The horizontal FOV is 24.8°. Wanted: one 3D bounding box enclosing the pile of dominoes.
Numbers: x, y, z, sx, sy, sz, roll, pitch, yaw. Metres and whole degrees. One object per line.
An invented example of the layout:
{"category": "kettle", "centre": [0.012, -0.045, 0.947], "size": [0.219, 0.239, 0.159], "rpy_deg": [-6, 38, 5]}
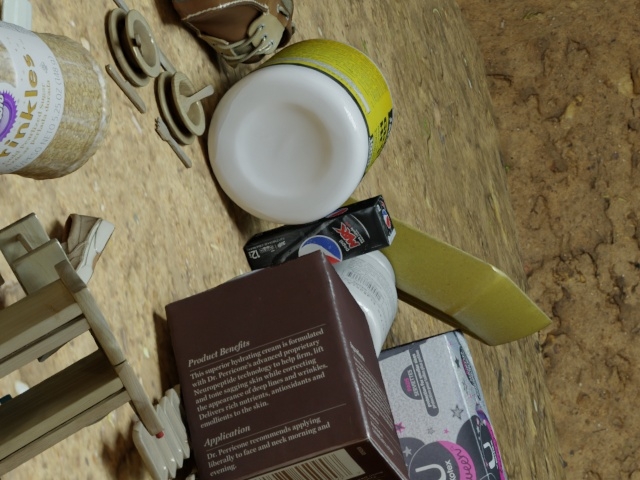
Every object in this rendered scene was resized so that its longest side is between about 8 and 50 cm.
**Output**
{"category": "pile of dominoes", "centre": [-0.124, 0.237, 1.330], "size": [0.251, 0.040, 0.196], "rpy_deg": [-51, 121, -81]}

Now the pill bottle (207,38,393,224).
{"category": "pill bottle", "centre": [-0.011, -0.149, 1.808], "size": [0.334, 0.188, 0.188], "rpy_deg": [-56, 127, -70]}

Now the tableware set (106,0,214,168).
{"category": "tableware set", "centre": [-0.168, -0.180, 1.578], "size": [0.194, 0.039, 0.128], "rpy_deg": [53, 25, -50]}

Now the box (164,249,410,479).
{"category": "box", "centre": [-0.030, 0.151, 1.412], "size": [0.167, 0.168, 0.203], "rpy_deg": [55, 18, -59]}

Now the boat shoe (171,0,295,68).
{"category": "boat shoe", "centre": [-0.092, -0.280, 1.806], "size": [0.324, 0.123, 0.119], "rpy_deg": [-33, 108, -73]}

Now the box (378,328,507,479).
{"category": "box", "centre": [0.141, 0.257, 1.934], "size": [0.142, 0.163, 0.247], "rpy_deg": [-2, 74, -75]}

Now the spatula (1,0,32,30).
{"category": "spatula", "centre": [-0.285, -0.259, 1.228], "size": [0.168, 0.019, 0.242], "rpy_deg": [21, 66, -66]}

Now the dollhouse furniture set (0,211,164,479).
{"category": "dollhouse furniture set", "centre": [-0.215, 0.087, 1.046], "size": [0.129, 0.129, 0.184], "rpy_deg": [66, -13, -25]}

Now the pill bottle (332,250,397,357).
{"category": "pill bottle", "centre": [0.026, 0.083, 1.791], "size": [0.229, 0.131, 0.131], "rpy_deg": [-56, 127, -70]}

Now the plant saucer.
{"category": "plant saucer", "centre": [0.130, 0.043, 2.017], "size": [0.081, 0.333, 0.333], "rpy_deg": [-61, 155, -3]}

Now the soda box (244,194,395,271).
{"category": "soda box", "centre": [0.000, 0.000, 1.719], "size": [0.060, 0.169, 0.053], "rpy_deg": [-57, 127, -70]}

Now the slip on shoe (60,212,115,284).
{"category": "slip on shoe", "centre": [-0.211, 0.021, 1.221], "size": [0.041, 0.051, 0.135], "rpy_deg": [28, 38, -8]}

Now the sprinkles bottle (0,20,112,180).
{"category": "sprinkles bottle", "centre": [-0.268, -0.106, 1.008], "size": [0.355, 0.121, 0.121], "rpy_deg": [-4, 77, -74]}
